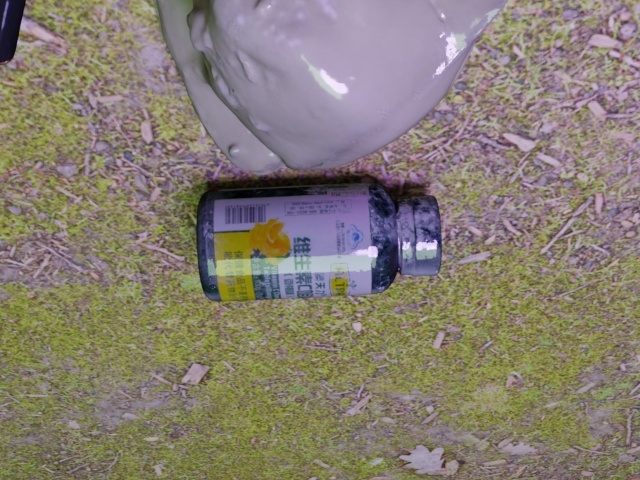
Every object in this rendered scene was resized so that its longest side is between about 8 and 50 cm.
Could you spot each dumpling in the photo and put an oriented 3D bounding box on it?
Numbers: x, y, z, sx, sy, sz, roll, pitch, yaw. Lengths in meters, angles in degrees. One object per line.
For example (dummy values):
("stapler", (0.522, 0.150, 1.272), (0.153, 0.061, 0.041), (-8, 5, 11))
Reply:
("dumpling", (-0.024, -0.220, 0.838), (0.315, 0.233, 0.395), (48, 143, -7))

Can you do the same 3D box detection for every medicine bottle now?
("medicine bottle", (0.000, 0.000, 1.110), (0.293, 0.141, 0.141), (-3, 141, 0))

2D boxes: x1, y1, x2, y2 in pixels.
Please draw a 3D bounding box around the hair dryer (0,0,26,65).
("hair dryer", (-0.414, -0.284, 0.734), (0.352, 0.107, 0.189), (13, 116, -19))
